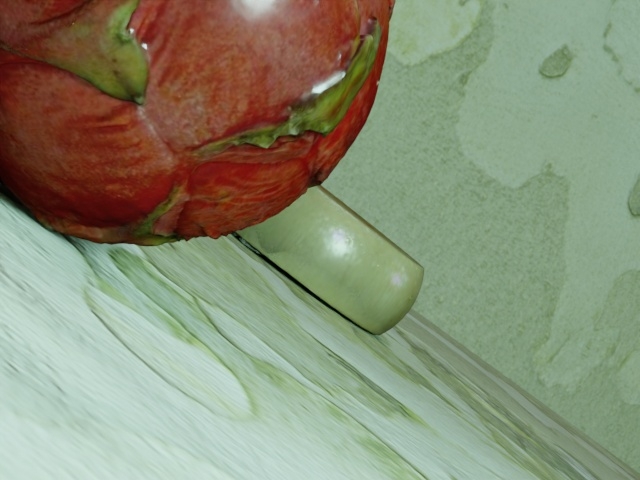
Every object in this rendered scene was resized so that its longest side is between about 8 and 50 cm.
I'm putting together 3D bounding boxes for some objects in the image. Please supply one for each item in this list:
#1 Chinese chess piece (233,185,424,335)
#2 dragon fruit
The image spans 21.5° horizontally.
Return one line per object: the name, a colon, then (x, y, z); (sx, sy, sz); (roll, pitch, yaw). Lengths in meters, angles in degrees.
Chinese chess piece: (0.000, 0.000, 1.858); (0.250, 0.097, 0.251); (37, 2, -2)
dragon fruit: (-0.096, -0.138, 0.894); (0.343, 0.277, 0.277); (61, -11, -30)
